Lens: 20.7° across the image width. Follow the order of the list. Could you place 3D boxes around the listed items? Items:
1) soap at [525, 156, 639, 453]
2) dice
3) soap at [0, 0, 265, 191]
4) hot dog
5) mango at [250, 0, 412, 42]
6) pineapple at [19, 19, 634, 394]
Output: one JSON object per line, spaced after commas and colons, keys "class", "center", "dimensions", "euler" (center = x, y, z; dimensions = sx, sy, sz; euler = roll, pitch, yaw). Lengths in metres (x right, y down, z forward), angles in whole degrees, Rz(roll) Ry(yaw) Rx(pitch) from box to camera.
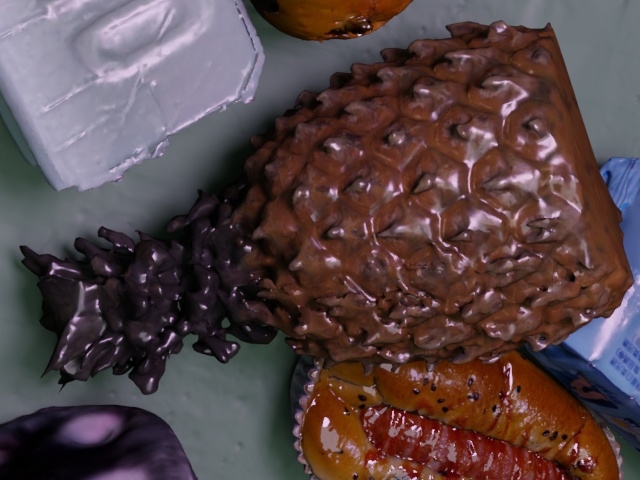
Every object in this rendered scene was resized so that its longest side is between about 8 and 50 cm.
{"class": "soap", "center": [0.259, 0.079, 1.196], "dimensions": [0.293, 0.077, 0.156], "euler": [44, 72, -28]}
{"class": "dice", "center": [-0.150, 0.215, 1.047], "dimensions": [0.182, 0.183, 0.181], "euler": [-17, 114, -12]}
{"class": "soap", "center": [-0.144, -0.169, 0.966], "dimensions": [0.150, 0.094, 0.261], "euler": [-28, 115, -8]}
{"class": "hot dog", "center": [0.095, 0.134, 1.173], "dimensions": [0.268, 0.075, 0.144], "euler": [26, 96, -25]}
{"class": "mango", "center": [-0.017, -0.232, 0.971], "dimensions": [0.151, 0.156, 0.248], "euler": [-32, 101, -24]}
{"class": "pineapple", "center": [0.000, 0.000, 1.049], "dimensions": [0.362, 0.202, 0.202], "euler": [-17, 114, 6]}
